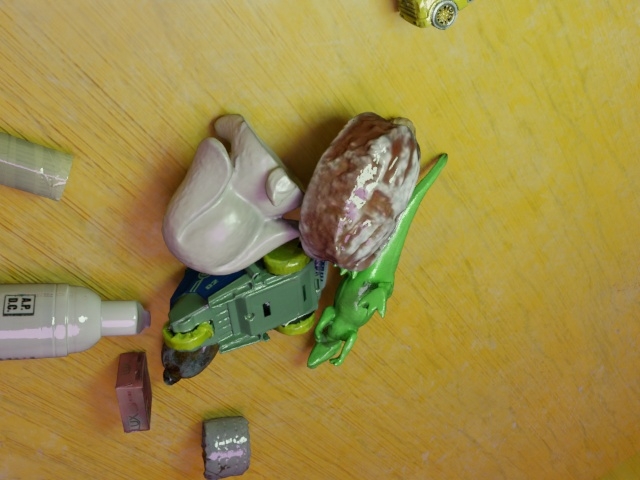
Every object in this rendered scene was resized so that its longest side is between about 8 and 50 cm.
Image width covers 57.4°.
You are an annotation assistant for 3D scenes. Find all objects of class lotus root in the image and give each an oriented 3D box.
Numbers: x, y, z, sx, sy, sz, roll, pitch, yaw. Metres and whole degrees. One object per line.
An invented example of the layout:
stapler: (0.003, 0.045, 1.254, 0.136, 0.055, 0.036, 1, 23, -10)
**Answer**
lotus root: (-0.291, 0.242, 1.287, 0.113, 0.088, 0.192, 29, 110, -15)

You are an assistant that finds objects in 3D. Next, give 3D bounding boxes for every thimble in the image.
thimble: (-0.236, 0.515, 1.459, 0.118, 0.127, 0.151, -2, 128, -17)

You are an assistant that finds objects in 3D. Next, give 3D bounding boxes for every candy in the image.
candy: (0.077, -0.083, 1.057, 0.214, 0.157, 0.289, 17, 98, -54)

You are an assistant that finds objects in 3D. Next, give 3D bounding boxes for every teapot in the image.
teapot: (-0.529, -0.125, 0.971, 0.200, 0.077, 0.107, 19, 133, -29)

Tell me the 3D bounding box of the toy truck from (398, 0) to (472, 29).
toy truck: (0.251, -0.484, 0.983, 0.272, 0.124, 0.157, -29, 127, 0)

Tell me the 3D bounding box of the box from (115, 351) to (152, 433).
box: (-0.408, 0.333, 1.288, 0.060, 0.111, 0.156, -2, 121, -10)

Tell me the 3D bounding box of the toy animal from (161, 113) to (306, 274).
toy animal: (-0.169, -0.058, 1.063, 0.265, 0.206, 0.271, -39, 129, 3)

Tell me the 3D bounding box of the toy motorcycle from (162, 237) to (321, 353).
toy motorcycle: (-0.174, 0.105, 1.186, 0.327, 0.200, 0.191, -19, 127, -21)

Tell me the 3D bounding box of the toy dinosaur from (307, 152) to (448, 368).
toy dinosaur: (0.138, 0.071, 1.321, 0.500, 0.144, 0.374, -50, 168, -18)

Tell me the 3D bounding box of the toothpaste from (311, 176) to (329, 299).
toothpaste: (0.000, 0.000, 1.262, 0.075, 0.048, 0.296, -3, 120, -19)

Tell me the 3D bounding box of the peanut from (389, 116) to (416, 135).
peanut: (0.142, -0.166, 1.183, 0.080, 0.080, 0.174, -1, 123, -19)

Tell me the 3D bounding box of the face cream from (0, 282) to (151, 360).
face cream: (-0.510, 0.149, 1.111, 0.370, 0.145, 0.145, -1, 122, -21)
